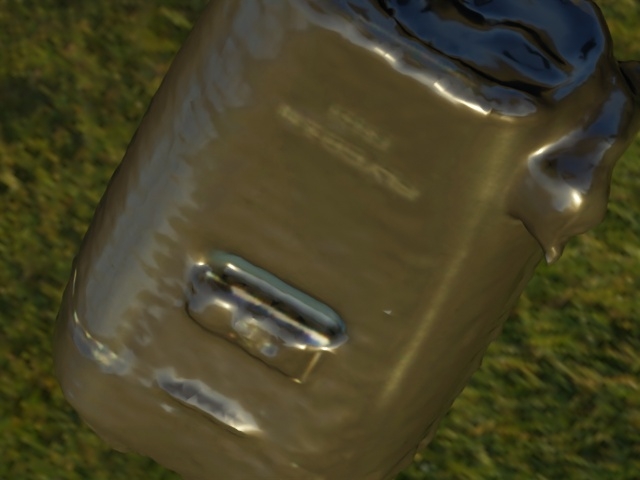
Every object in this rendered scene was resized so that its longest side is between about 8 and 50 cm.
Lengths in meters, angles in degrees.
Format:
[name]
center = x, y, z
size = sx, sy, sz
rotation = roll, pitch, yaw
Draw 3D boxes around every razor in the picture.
[razor]
center = 0.002, -0.004, 0.812
size = 0.327, 0.189, 0.107
rotation = -58, 3, 47
